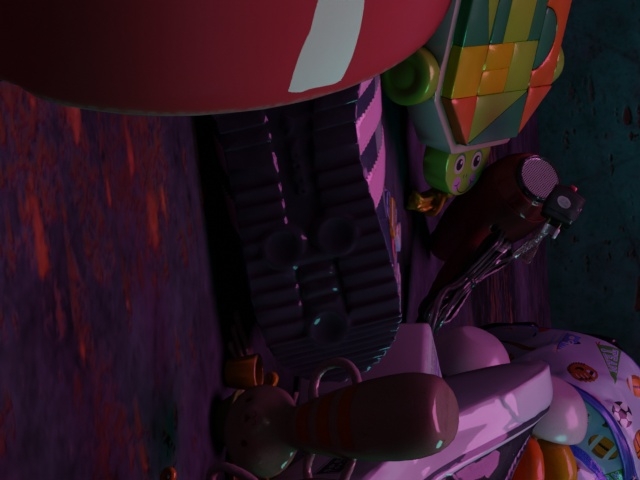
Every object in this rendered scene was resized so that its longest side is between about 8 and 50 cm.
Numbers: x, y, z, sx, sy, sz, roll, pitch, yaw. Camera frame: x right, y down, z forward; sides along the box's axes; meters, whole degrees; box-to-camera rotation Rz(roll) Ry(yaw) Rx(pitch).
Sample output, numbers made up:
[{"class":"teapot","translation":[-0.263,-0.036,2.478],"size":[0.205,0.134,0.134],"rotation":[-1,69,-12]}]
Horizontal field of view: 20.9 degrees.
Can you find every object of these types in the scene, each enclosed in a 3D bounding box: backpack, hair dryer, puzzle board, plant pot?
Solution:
[{"class":"backpack","translation":[0.215,0.220,1.712],"size":[0.213,0.276,0.263],"rotation":[-43,127,-58]},{"class":"hair dryer","translation":[0.143,0.000,1.694],"size":[0.080,0.223,0.293],"rotation":[50,4,-4]},{"class":"puzzle board","translation":[0.062,0.019,1.548],"size":[0.096,0.011,0.128],"rotation":[50,40,-71]},{"class":"plant pot","translation":[-0.047,-0.188,0.533],"size":[0.275,0.275,0.243],"rotation":[-74,169,-56]}]

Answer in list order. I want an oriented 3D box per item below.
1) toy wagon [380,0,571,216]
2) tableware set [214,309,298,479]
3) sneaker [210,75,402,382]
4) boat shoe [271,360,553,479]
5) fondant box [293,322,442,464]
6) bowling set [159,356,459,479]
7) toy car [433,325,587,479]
[{"class":"toy wagon","translation":[0.158,-0.182,1.646],"size":[0.267,0.068,0.344],"rotation":[-14,119,-54]},{"class":"tableware set","translation":[-0.033,0.123,1.046],"size":[0.154,0.024,0.104],"rotation":[76,17,-45]},{"class":"sneaker","translation":[-0.019,-0.084,1.023],"size":[0.131,0.112,0.319],"rotation":[-113,-161,-74]},{"class":"boat shoe","translation":[0.055,0.161,1.045],"size":[0.301,0.108,0.102],"rotation":[-29,105,-51]},{"class":"fondant box","translation":[0.052,0.250,1.253],"size":[0.330,0.096,0.238],"rotation":[72,19,-49]},{"class":"bowling set","translation":[-0.045,0.173,0.786],"size":[0.200,0.154,0.287],"rotation":[33,54,-53]},{"class":"toy car","translation":[0.120,0.171,1.447],"size":[0.136,0.182,0.159],"rotation":[-10,127,-55]}]
